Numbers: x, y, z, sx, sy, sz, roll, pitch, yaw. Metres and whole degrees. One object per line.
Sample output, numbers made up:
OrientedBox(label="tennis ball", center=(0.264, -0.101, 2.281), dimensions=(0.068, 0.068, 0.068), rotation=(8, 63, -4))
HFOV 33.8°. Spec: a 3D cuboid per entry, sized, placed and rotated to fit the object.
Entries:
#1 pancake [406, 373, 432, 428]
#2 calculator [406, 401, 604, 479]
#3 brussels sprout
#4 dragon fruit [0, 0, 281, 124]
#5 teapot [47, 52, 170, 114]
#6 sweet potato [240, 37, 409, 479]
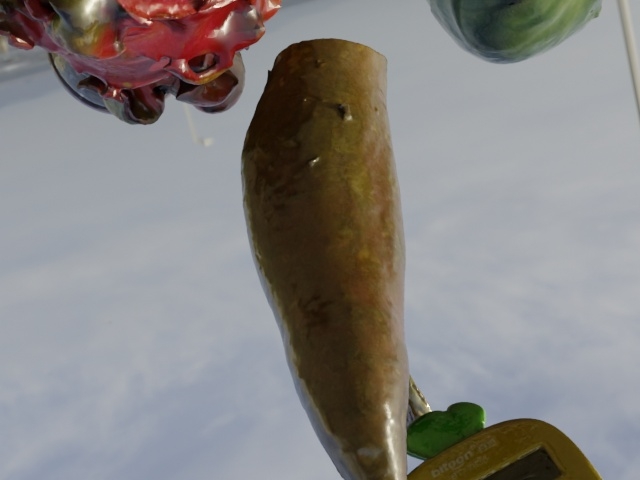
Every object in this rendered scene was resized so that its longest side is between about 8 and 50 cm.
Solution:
OrientedBox(label="pancake", center=(0.067, 0.142, 0.998), dimensions=(0.028, 0.158, 0.158), rotation=(-32, -163, -15))
OrientedBox(label="calculator", center=(0.120, 0.192, 0.683), dimensions=(0.146, 0.032, 0.235), rotation=(-29, -143, 1))
OrientedBox(label="brussels sprout", center=(0.290, -0.430, 1.516), dimensions=(0.315, 0.371, 0.276), rotation=(-11, -126, -15))
OrientedBox(label="dragon fruit", center=(-0.081, -0.120, 0.481), dimensions=(0.150, 0.133, 0.207), rotation=(19, 162, 19))
OrientedBox(label="teapot", center=(-0.141, -0.178, 0.817), dimensions=(0.148, 0.116, 0.146), rotation=(-61, -166, -13))
OrientedBox(label="sweet potato", center=(0.000, 0.000, 0.458), dimensions=(0.077, 0.077, 0.243), rotation=(-11, -127, 16))
